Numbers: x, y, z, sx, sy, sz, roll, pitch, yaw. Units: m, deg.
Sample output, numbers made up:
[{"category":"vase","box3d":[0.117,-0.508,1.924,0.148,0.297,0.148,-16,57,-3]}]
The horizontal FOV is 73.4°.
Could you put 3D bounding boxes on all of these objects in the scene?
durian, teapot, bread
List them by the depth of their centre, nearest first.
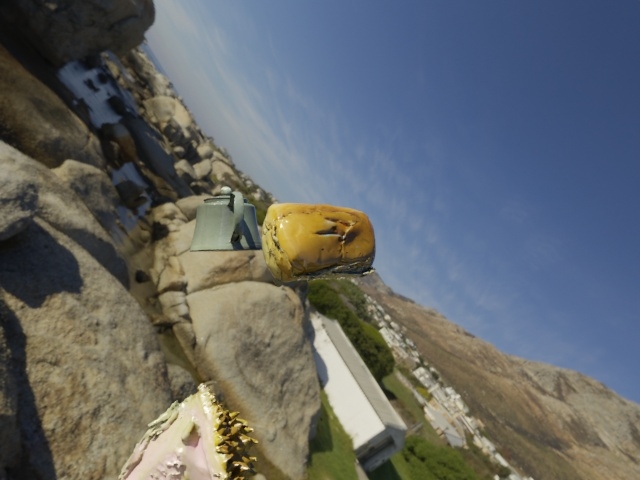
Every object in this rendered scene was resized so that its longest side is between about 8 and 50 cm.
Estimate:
[{"category":"bread","box3d":[0.000,0.000,0.386,0.053,0.106,0.072,-32,-118,52]},{"category":"durian","box3d":[-0.180,0.383,0.560,0.185,0.305,0.196,49,-11,-37]},{"category":"teapot","box3d":[-0.207,-0.049,0.964,0.239,0.162,0.149,172,-82,-68]}]
